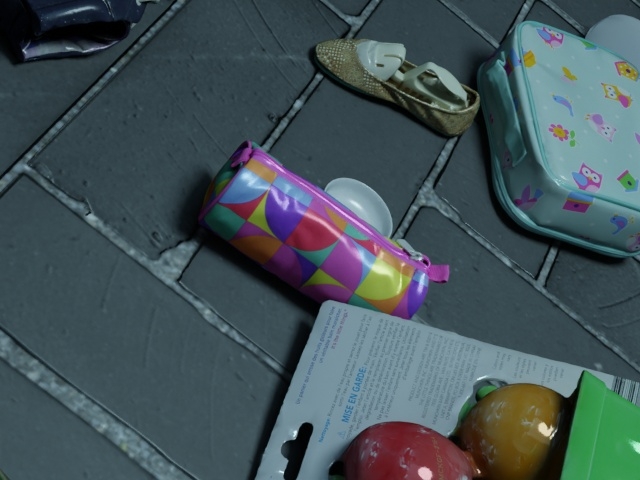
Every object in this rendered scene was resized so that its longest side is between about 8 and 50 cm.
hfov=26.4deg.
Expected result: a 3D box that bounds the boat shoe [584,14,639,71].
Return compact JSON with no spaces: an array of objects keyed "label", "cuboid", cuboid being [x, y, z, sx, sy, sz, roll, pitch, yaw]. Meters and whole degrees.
[{"label":"boat shoe","cuboid":[0.439,-0.168,1.775,0.102,0.108,0.301,43,16,-52]}]

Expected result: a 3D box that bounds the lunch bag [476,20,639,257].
[{"label":"lunch bag","cuboid":[0.297,-0.123,1.619,0.224,0.108,0.279,13,49,-23]}]

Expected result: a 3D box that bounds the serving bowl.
[{"label":"serving bowl","cuboid":[0.032,-0.023,1.397,0.083,0.027,0.083,20,48,-23]}]

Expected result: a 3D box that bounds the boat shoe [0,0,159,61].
[{"label":"boat shoe","cuboid":[-0.197,-0.274,1.370,0.340,0.127,0.158,-21,78,-36]}]

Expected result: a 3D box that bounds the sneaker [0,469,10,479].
[{"label":"sneaker","cuboid":[-0.193,0.240,0.879,0.410,0.182,0.158,35,74,-3]}]

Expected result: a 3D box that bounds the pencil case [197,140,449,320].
[{"label":"pencil case","cuboid":[0.000,0.000,1.304,0.236,0.104,0.104,31,44,-12]}]

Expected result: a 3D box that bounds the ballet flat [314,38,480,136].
[{"label":"ballet flat","cuboid":[0.093,-0.188,1.545,0.206,0.067,0.073,23,47,-21]}]

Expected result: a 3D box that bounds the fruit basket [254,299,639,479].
[{"label":"fruit basket","cuboid":[0.123,0.224,1.166,0.353,0.165,0.327,11,50,11]}]
